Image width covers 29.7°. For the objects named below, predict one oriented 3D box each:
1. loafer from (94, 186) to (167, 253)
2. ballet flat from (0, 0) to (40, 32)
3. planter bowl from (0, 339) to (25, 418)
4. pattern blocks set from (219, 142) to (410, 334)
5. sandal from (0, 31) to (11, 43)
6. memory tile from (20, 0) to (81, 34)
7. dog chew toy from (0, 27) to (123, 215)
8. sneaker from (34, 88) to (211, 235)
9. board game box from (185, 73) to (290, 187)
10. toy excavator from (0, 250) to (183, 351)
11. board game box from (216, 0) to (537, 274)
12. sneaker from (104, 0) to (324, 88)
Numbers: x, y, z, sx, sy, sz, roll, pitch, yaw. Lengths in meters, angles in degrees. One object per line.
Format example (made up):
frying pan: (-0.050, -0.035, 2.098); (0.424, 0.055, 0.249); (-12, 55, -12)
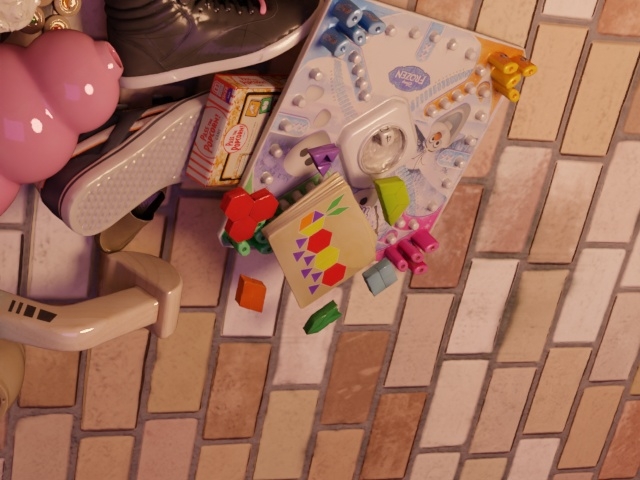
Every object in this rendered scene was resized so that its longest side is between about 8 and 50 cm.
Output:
loafer: (-0.267, -0.037, 1.696); (0.056, 0.050, 0.148); (27, 108, -31)
ballet flat: (-0.442, -0.378, 1.278); (0.147, 0.147, 0.409); (-30, 120, -1)
planter bowl: (-0.499, 0.204, 1.722); (0.162, 0.109, 0.162); (-9, 122, -14)
pattern blocks set: (0.000, 0.000, 1.687); (0.285, 0.026, 0.325); (-28, 137, -16)
sandal: (-0.421, -0.326, 1.474); (0.072, 0.049, 0.180); (-20, 110, -14)
memory tile: (-0.337, -0.323, 1.484); (0.113, 0.012, 0.148); (19, 91, -39)
dog chew toy: (-0.393, -0.145, 1.477); (0.332, 0.206, 0.206); (-28, 125, 7)
sneaker: (-0.237, -0.132, 1.617); (0.321, 0.127, 0.126); (-31, 139, -31)
board game box: (-0.082, -0.152, 1.644); (0.193, 0.045, 0.147); (-9, 125, -50)
toy excavator: (-0.451, 0.105, 1.571); (0.445, 0.433, 0.222); (17, 117, 9)
board game box: (0.089, -0.129, 1.709); (0.390, 0.050, 0.390); (7, 118, -42)
sneaker: (-0.141, -0.302, 1.548); (0.295, 0.104, 0.147); (-17, 129, -5)
